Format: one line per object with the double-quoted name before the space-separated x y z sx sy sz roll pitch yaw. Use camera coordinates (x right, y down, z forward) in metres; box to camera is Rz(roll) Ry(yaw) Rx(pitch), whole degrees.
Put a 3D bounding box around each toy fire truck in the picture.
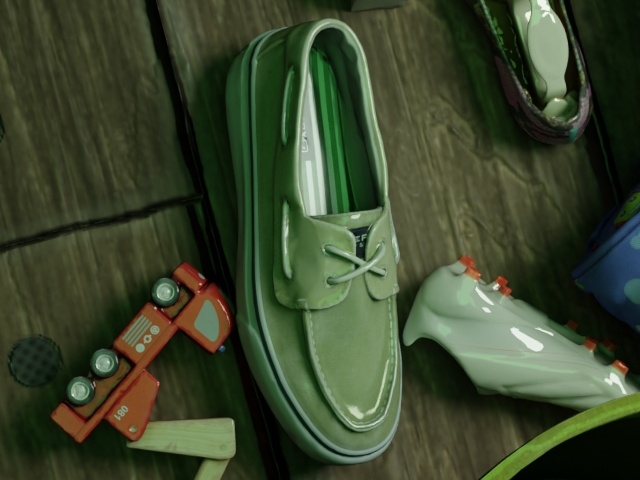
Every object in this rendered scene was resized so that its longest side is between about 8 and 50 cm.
"toy fire truck" -0.106 0.125 1.047 0.135 0.047 0.192 41 82 -2

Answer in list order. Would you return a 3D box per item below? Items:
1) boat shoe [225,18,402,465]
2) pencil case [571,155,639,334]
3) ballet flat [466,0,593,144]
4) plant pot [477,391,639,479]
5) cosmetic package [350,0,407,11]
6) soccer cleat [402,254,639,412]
"boat shoe" 0.000 0.000 1.032 0.109 0.094 0.302 -10 85 -28
"pencil case" 0.303 0.077 1.051 0.306 0.133 0.119 44 78 -2
"ballet flat" 0.139 -0.173 1.081 0.077 0.079 0.221 -20 87 -6
"plant pot" 0.182 0.266 0.911 0.367 0.353 0.366 0 85 -5
"cosmetic package" 0.036 -0.223 1.085 0.041 0.060 0.115 -7 85 -5
"soccer cleat" 0.149 0.086 1.073 0.196 0.068 0.076 31 103 -4
